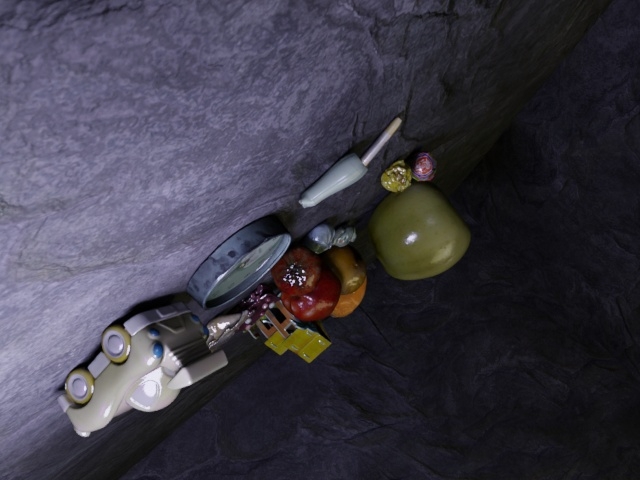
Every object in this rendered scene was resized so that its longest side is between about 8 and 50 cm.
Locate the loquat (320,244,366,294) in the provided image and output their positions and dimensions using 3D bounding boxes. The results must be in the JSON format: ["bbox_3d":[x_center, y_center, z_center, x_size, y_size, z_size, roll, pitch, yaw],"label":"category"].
[{"bbox_3d":[0.092,0.128,2.196,0.235,0.235,0.235,-41,169,-10],"label":"loquat"}]

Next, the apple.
[{"bbox_3d":[0.441,-0.037,2.275,0.474,0.473,0.473,-41,169,-10],"label":"apple"}]

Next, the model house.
[{"bbox_3d":[-0.145,0.416,2.208,0.300,0.323,0.340,-46,168,14],"label":"model house"}]

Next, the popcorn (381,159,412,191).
[{"bbox_3d":[0.287,-0.233,1.841,0.121,0.106,0.116,-36,176,-31],"label":"popcorn"}]

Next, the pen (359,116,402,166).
[{"bbox_3d":[0.159,-0.270,1.460,0.233,0.032,0.040,-48,-169,24],"label":"pen"}]

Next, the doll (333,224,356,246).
[{"bbox_3d":[0.091,-0.021,2.051,0.214,0.071,0.103,-3,127,-60],"label":"doll"}]

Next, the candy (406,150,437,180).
[{"bbox_3d":[0.427,-0.313,2.093,0.124,0.124,0.365,-45,179,13],"label":"candy"}]

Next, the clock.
[{"bbox_3d":[-0.213,0.065,1.344,0.319,0.066,0.319,-40,169,-9],"label":"clock"}]

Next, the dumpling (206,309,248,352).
[{"bbox_3d":[-0.386,0.348,1.743,0.332,0.086,0.166,-50,168,34],"label":"dumpling"}]

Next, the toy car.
[{"bbox_3d":[-0.420,0.327,1.194,0.336,0.226,0.242,-48,168,17],"label":"toy car"}]

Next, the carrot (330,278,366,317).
[{"bbox_3d":[0.092,0.216,2.378,0.100,0.258,0.307,-5,-112,63],"label":"carrot"}]

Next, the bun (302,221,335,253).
[{"bbox_3d":[0.000,0.000,1.781,0.141,0.083,0.141,-39,165,-12],"label":"bun"}]

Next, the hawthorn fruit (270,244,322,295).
[{"bbox_3d":[-0.069,0.105,1.711,0.181,0.181,0.235,-44,169,8],"label":"hawthorn fruit"}]

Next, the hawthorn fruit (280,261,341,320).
[{"bbox_3d":[-0.064,0.202,1.986,0.254,0.254,0.300,-48,152,24],"label":"hawthorn fruit"}]

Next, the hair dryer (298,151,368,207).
[{"bbox_3d":[0.034,-0.155,1.428,0.206,0.075,0.237,-36,177,2],"label":"hair dryer"}]

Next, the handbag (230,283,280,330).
[{"bbox_3d":[-0.257,0.261,1.896,0.203,0.074,0.216,-43,169,-1],"label":"handbag"}]
